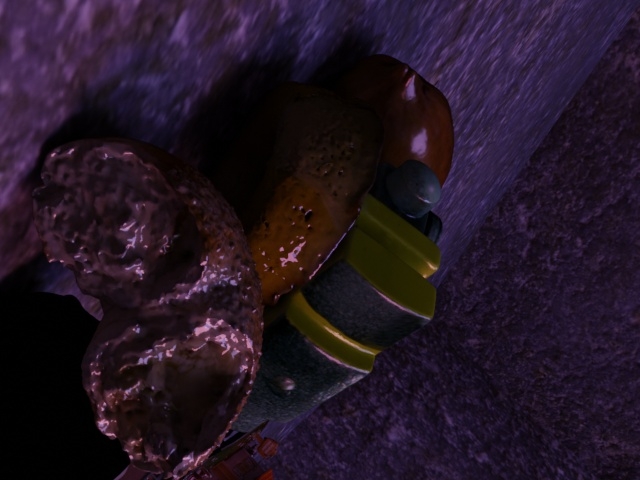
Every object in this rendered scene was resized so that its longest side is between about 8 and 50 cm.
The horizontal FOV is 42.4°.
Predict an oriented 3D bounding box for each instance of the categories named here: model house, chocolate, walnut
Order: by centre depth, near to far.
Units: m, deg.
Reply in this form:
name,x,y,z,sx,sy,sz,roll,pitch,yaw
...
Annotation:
name,x,y,z,sx,sy,sz,roll,pitch,yaw
chocolate,-0.300,0.177,0.882,0.177,0.206,0.224,150,-50,-65
walnut,0.086,-0.138,1.137,0.209,0.209,0.336,-41,164,-24
model house,-0.177,0.496,1.617,0.294,0.154,0.207,-24,155,-55

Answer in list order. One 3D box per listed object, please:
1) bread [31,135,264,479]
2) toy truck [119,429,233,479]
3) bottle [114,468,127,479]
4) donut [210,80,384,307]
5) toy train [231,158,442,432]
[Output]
name,x,y,z,sx,sy,sz,roll,pitch,yaw
bread,-0.139,0.054,0.794,0.171,0.314,0.192,-13,180,15
toy truck,-0.277,0.385,1.611,0.305,0.136,0.162,-46,166,-3
bottle,-0.365,0.344,1.291,0.233,0.110,0.110,-32,159,-46
donut,-0.052,-0.060,0.939,0.272,0.107,0.272,-45,-151,33
toy train,-0.021,0.077,1.044,0.442,0.179,0.272,-38,-156,38
